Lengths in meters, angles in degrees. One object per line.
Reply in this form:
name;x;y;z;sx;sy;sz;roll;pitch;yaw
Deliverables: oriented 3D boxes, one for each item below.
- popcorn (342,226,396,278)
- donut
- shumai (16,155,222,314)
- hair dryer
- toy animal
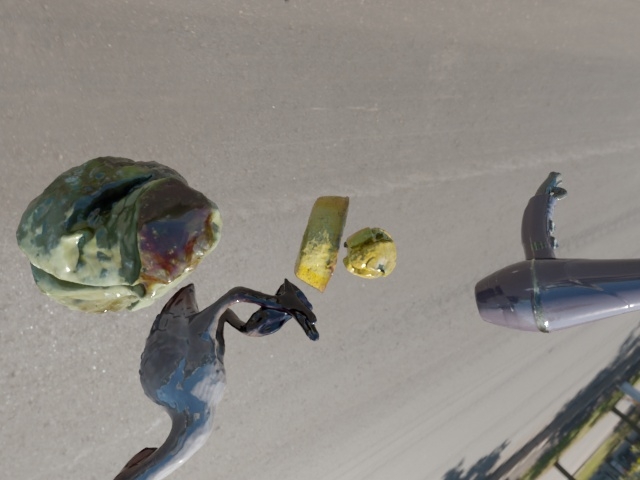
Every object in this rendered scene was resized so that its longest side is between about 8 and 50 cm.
popcorn;0.136;0.034;1.207;0.149;0.152;0.167;-53;132;0
donut;0.000;0.000;0.759;0.065;0.162;0.179;14;136;-1
shumai;-0.272;0.016;0.726;0.309;0.263;0.304;-48;136;-32
hair dryer;0.427;-0.010;0.755;0.121;0.300;0.362;53;38;-33
toy animal;-0.137;0.145;0.461;0.324;0.195;0.091;-54;144;-35
